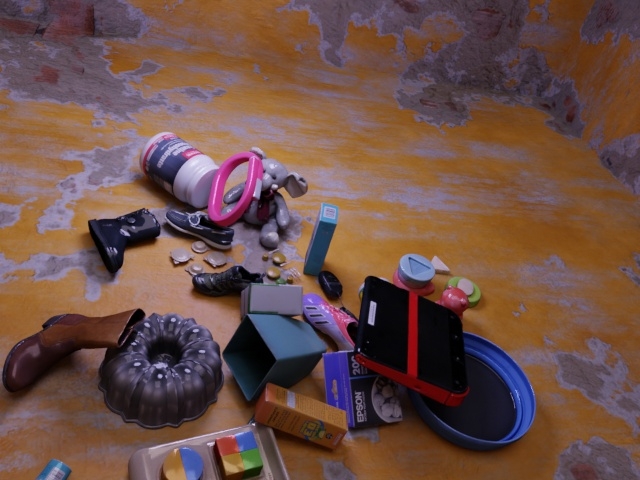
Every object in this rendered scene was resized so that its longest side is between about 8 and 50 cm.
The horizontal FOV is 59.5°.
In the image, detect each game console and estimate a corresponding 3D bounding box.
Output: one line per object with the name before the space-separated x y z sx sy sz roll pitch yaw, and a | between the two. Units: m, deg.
game console | 0.266 0.282 1.633 0.342 0.060 0.386 23 32 -4

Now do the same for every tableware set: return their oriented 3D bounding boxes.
tableware set | -0.144 0.096 1.911 0.104 0.024 0.154 -22 54 -33
tableware set | -0.405 0.057 1.863 0.141 0.020 0.169 40 44 22

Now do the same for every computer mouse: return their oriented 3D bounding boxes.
computer mouse | 0.057 0.197 1.858 0.071 0.041 0.242 8 41 -42

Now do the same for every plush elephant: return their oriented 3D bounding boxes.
plush elephant | -0.202 -0.178 2.019 0.272 0.255 0.330 26 40 10

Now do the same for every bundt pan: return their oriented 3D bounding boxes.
bundt pan | -0.413 0.318 1.480 0.331 0.124 0.330 10 40 -8

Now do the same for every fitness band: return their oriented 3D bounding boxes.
fitness band | -0.291 -0.180 1.897 0.054 0.209 0.290 39 44 -42

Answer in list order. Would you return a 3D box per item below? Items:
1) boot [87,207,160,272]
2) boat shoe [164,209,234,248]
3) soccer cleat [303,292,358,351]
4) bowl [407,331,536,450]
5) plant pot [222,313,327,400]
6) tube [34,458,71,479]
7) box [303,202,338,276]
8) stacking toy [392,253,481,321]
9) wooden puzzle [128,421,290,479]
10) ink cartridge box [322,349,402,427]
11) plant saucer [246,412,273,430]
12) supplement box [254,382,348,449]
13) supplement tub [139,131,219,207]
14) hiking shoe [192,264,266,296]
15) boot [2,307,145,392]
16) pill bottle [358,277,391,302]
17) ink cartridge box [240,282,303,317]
boot | -0.613 -0.011 1.807 0.207 0.094 0.246 -16 44 -29
boat shoe | -0.415 -0.054 1.924 0.255 0.079 0.095 26 23 10
soccer cleat | 0.056 0.255 1.721 0.109 0.116 0.318 -19 52 -36
bowl | 0.442 0.443 1.675 0.392 0.077 0.391 10 40 -8
plant pot | -0.110 0.309 1.552 0.234 0.165 0.165 2 39 -46
tube | -0.614 0.568 1.182 0.080 0.052 0.207 19 45 10
box | 0.000 0.000 1.895 0.060 0.244 0.100 14 40 -5
stacking toy | 0.436 0.138 1.983 0.280 0.130 0.309 -25 55 -38
wooden puzzle | -0.232 0.578 1.263 0.348 0.080 0.322 -8 48 -24
ink cartridge box | 0.116 0.405 1.551 0.209 0.045 0.206 -2 77 -20
plant saucer | -0.146 0.470 1.481 0.067 0.018 0.192 26 40 11
supplement box | -0.048 0.453 1.442 0.234 0.078 0.080 23 19 -13
supplement tub | -0.508 -0.258 2.055 0.272 0.191 0.191 34 43 19
hiking shoe | -0.287 0.115 1.763 0.227 0.114 0.086 6 41 -13
boot | -0.610 0.273 1.402 0.281 0.096 0.264 -5 23 19
pill bottle | 0.202 0.230 1.802 0.118 0.117 0.208 2 43 -18
ink cartridge box | -0.149 0.183 1.655 0.153 0.208 0.086 4 78 -16
